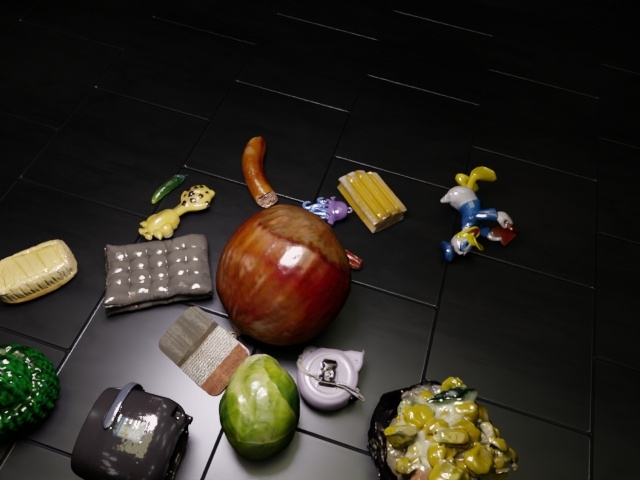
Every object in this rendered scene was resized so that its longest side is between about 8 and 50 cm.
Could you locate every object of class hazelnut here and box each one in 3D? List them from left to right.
[{"bbox_3d":[-0.111,0.102,1.562,0.421,0.353,0.420,-5,78,23],"label":"hazelnut"}]

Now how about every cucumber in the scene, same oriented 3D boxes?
[{"bbox_3d":[-0.532,-0.190,1.878,0.039,0.039,0.168,35,62,16],"label":"cucumber"}]

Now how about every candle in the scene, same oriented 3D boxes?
[{"bbox_3d":[0.000,0.000,1.797,0.329,0.051,0.048,32,63,15],"label":"candle"}]

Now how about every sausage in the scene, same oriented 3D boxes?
[{"bbox_3d":[-0.227,-0.251,1.925,0.103,0.076,0.302,-5,59,-18],"label":"sausage"}]

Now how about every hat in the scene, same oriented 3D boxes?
[{"bbox_3d":[-0.822,0.358,1.318,0.274,0.332,0.242,-38,66,-23],"label":"hat"}]

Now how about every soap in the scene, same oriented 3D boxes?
[{"bbox_3d":[0.179,-0.149,1.899,0.140,0.073,0.232,-25,62,-21],"label":"soap"}]

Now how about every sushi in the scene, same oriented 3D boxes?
[{"bbox_3d":[0.300,0.497,1.365,0.328,0.285,0.328,-9,57,-11],"label":"sushi"}]

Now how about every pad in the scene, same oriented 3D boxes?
[{"bbox_3d":[-0.392,0.364,1.519,0.250,0.055,0.323,36,56,17],"label":"pad"}]

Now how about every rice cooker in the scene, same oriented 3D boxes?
[{"bbox_3d":[-0.453,0.493,1.319,0.225,0.267,0.267,15,57,3],"label":"rice cooker"}]

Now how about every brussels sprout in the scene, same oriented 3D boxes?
[{"bbox_3d":[-0.159,0.425,1.415,0.210,0.219,0.271,-12,38,-2],"label":"brussels sprout"}]

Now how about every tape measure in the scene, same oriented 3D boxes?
[{"bbox_3d":[0.029,0.388,1.517,0.196,0.105,0.178,4,57,-4],"label":"tape measure"}]

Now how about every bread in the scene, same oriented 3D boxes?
[{"bbox_3d":[-0.862,0.098,1.617,0.237,0.106,0.140,-26,64,-20],"label":"bread"}]

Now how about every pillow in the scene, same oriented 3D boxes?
[{"bbox_3d":[-0.504,0.101,1.657,0.327,0.101,0.228,-7,57,-12],"label":"pillow"}]

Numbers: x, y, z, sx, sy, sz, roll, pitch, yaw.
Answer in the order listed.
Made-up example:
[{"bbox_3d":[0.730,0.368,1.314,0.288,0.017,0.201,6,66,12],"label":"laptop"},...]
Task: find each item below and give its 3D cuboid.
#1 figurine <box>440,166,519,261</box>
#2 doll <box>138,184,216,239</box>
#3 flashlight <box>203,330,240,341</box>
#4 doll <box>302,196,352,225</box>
[{"bbox_3d":[0.527,-0.052,1.847,0.284,0.204,0.338,33,72,7],"label":"figurine"},{"bbox_3d":[-0.474,-0.094,1.793,0.117,0.086,0.291,27,55,30],"label":"doll"},{"bbox_3d":[-0.293,0.283,1.596,0.111,0.031,0.052,7,57,-1],"label":"flashlight"},{"bbox_3d":[0.008,-0.103,1.861,0.206,0.067,0.109,0,70,8],"label":"doll"}]
